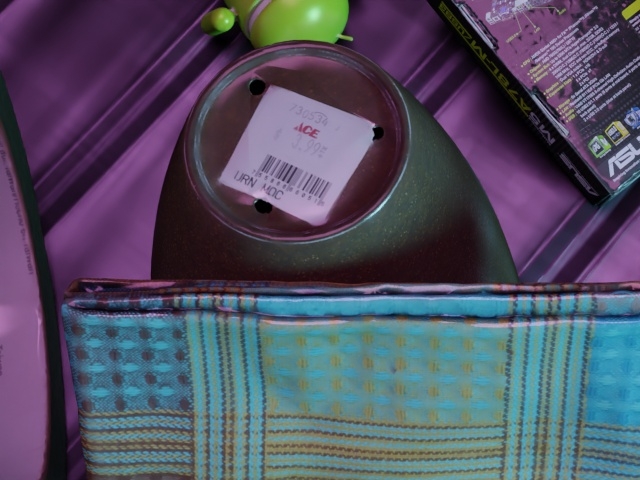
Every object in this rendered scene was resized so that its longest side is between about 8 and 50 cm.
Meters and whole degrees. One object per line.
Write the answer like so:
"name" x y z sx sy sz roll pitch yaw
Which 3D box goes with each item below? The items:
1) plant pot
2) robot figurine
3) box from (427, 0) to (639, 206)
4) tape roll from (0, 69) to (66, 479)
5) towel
"plant pot" 0.000 0.000 0.907 0.215 0.230 0.215 -2 67 5
"robot figurine" -0.027 -0.158 1.067 0.101 0.067 0.115 -25 66 -14
"box" 0.180 -0.148 1.028 0.190 0.045 0.184 -39 84 -10
"tape roll" -0.199 0.025 0.866 0.077 0.321 0.321 -10 66 2
"towel" 0.070 0.135 0.840 0.370 0.271 0.040 0 31 6
